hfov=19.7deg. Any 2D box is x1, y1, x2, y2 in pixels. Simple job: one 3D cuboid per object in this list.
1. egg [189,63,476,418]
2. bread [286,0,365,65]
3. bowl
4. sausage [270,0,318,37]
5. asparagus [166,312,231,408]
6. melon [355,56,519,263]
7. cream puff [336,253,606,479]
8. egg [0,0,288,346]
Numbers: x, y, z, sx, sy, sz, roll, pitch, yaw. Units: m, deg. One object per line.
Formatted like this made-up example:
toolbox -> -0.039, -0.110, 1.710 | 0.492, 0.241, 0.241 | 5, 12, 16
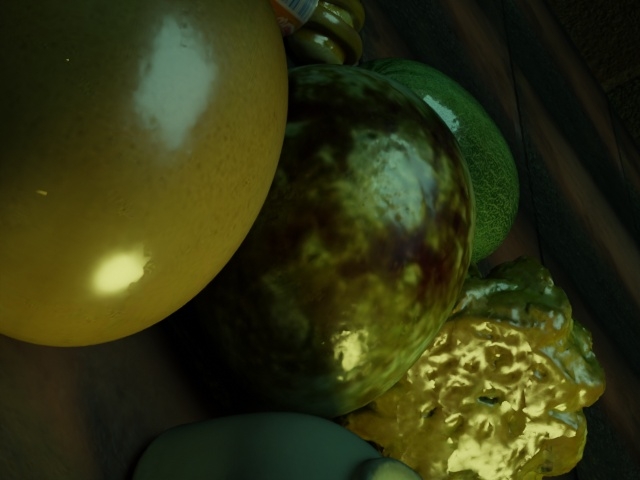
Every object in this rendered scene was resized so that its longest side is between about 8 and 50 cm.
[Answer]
egg -> 0.000, 0.000, 1.448 | 0.238, 0.238, 0.289 | 45, 48, -43
bread -> -0.001, -0.265, 2.027 | 0.119, 0.084, 0.177 | 39, 35, -50
bowl -> 0.009, 0.234, 1.268 | 0.289, 0.146, 0.289 | 46, 29, -35
sausage -> -0.112, -0.291, 1.751 | 0.312, 0.093, 0.093 | 31, 37, -57
asparagus -> -0.112, 0.062, 1.403 | 0.166, 0.016, 0.013 | 56, 22, -17
melon -> 0.107, -0.070, 1.897 | 0.287, 0.182, 0.182 | 45, 26, -40
cream puff -> 0.129, 0.126, 1.616 | 0.244, 0.244, 0.196 | 49, 23, -36
egg -> -0.145, -0.078, 1.133 | 0.250, 0.250, 0.322 | 50, 28, -34
